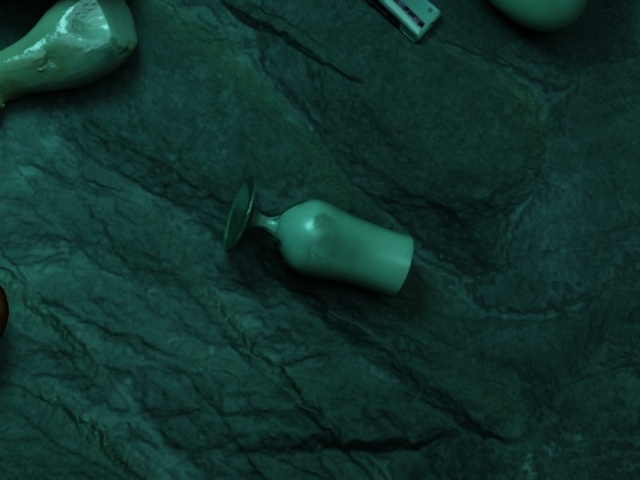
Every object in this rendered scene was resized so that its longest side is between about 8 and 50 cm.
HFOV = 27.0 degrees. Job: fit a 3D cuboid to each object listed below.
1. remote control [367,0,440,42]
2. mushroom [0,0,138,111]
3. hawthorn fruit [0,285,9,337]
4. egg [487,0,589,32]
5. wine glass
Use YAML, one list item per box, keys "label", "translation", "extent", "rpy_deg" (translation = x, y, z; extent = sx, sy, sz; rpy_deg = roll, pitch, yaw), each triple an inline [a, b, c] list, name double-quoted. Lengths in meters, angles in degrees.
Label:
- label: "remote control"
  translation: [0.092, -0.352, 1.858]
  extent: [0.166, 0.029, 0.065]
  rpy_deg: [42, 67, -5]
- label: "mushroom"
  translation: [-0.331, -0.234, 1.665]
  extent: [0.225, 0.093, 0.116]
  rpy_deg: [-34, 113, -7]
- label: "hawthorn fruit"
  translation: [-0.424, 0.086, 1.528]
  extent: [0.133, 0.133, 0.138]
  rpy_deg: [46, 57, -3]
- label: "egg"
  translation: [0.284, -0.414, 1.854]
  extent: [0.183, 0.183, 0.264]
  rpy_deg: [-31, 94, -22]
- label: "wine glass"
  translation: [0.000, 0.000, 1.703]
  extent: [0.231, 0.103, 0.103]
  rpy_deg: [17, 72, -17]
